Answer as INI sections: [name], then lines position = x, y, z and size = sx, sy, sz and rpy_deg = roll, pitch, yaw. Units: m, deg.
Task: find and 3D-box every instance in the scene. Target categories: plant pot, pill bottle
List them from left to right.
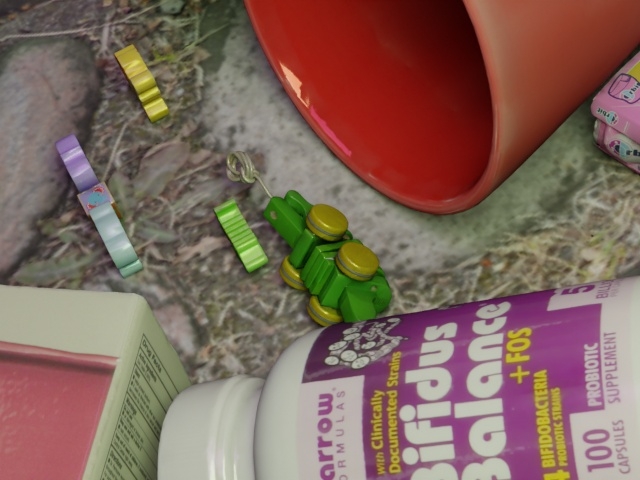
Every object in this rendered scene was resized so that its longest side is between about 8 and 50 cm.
[pill bottle]
position = 0.068, 0.122, 0.812
size = 0.301, 0.169, 0.169
rpy_deg = -11, 55, 20
[plant pot]
position = 0.114, -0.193, 0.979
size = 0.243, 0.275, 0.275
rpy_deg = -33, 56, -23

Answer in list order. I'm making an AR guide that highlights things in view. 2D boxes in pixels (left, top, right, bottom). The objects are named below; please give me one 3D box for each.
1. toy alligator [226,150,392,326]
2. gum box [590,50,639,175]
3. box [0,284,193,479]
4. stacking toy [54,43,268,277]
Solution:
[toy alligator]
position = 0.000, 0.000, 0.994
size = 0.051, 0.056, 0.190
rpy_deg = -1, 42, -41
[gum box]
position = 0.283, -0.107, 0.993
size = 0.188, 0.062, 0.107
rpy_deg = -43, 60, -16
[box]
position = -0.171, 0.161, 0.861
size = 0.127, 0.148, 0.232
rpy_deg = 3, 57, 15
[stacking toy]
position = -0.160, -0.028, 1.042
size = 0.167, 0.052, 0.221
rpy_deg = -29, 57, -8
